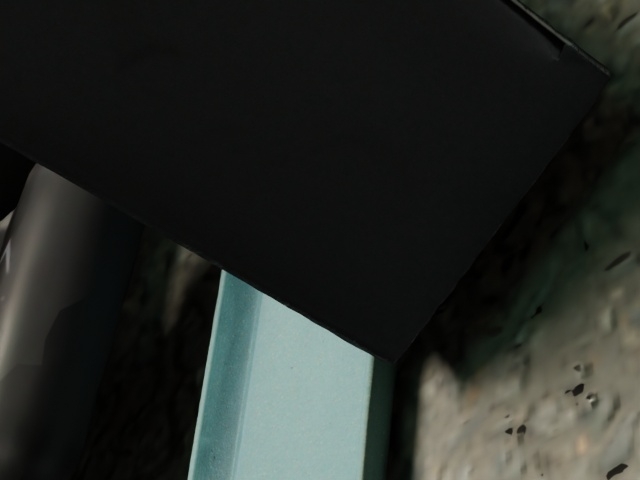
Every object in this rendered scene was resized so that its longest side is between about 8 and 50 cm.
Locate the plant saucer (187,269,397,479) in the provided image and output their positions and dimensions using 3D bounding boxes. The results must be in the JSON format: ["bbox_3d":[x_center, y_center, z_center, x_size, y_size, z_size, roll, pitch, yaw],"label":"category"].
[{"bbox_3d":[0.000,0.000,0.473,0.067,0.018,0.192,-24,46,39],"label":"plant saucer"}]

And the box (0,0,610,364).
[{"bbox_3d":[-0.040,-0.069,0.422,0.093,0.156,0.158,-54,35,7],"label":"box"}]

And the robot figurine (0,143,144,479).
[{"bbox_3d":[-0.170,0.023,0.527,0.209,0.173,0.278,-41,34,54],"label":"robot figurine"}]
